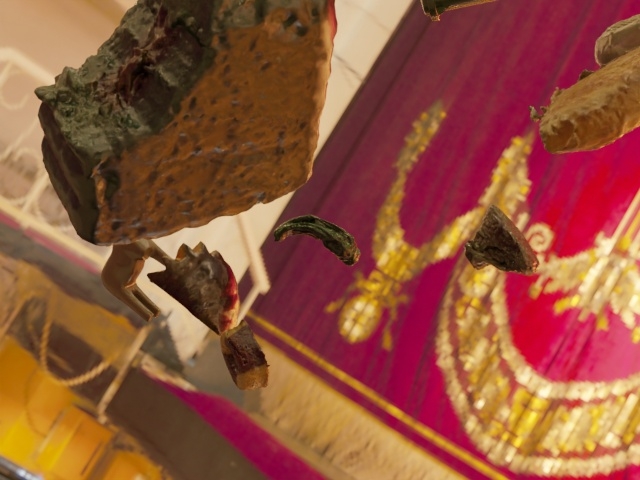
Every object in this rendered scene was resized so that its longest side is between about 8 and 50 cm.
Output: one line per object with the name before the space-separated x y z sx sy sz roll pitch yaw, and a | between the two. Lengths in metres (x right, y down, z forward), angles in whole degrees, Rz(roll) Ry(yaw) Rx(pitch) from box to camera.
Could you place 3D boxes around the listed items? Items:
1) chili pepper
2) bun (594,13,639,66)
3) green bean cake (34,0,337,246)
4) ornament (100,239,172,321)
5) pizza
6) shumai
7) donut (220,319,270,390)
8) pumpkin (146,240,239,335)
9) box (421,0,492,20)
chili pepper | 0.000 -0.005 2.112 0.182 0.050 0.073 21 -49 -12
bun | 0.561 -0.319 1.682 0.133 0.231 0.231 59 -10 -6
green bean cake | -0.150 -0.170 1.160 0.169 0.300 0.307 54 -34 35
ornament | -0.432 0.029 2.407 0.245 0.230 0.061 37 30 12
pizza | 0.355 -0.175 1.237 0.075 0.280 0.287 59 1 -6
shumai | 0.271 0.015 1.630 0.099 0.087 0.123 28 27 -57
donut | -0.150 0.227 2.062 0.140 0.059 0.140 53 -26 41
pumpkin | -0.217 0.106 2.196 0.149 0.130 0.254 40 1 41
box | 0.247 -0.553 1.764 0.178 0.328 0.252 -2 27 12
